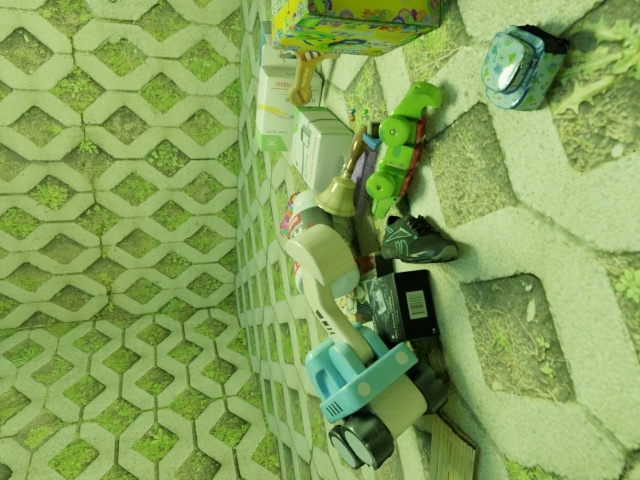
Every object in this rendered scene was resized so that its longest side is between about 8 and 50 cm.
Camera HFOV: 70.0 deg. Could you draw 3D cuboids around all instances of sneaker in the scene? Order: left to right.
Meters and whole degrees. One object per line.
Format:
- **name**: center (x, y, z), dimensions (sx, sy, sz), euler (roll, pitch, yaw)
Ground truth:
- **sneaker**: center (0.203, -0.004, 1.001), dimensions (0.267, 0.101, 0.106), euler (-172, 81, -70)

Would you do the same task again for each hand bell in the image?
- **hand bell**: center (0.082, -0.197, 1.253), dimensions (0.241, 0.126, 0.126), euler (-68, 30, 28)

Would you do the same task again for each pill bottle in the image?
- **pill bottle**: center (0.000, 0.000, 1.321), dimensions (0.176, 0.177, 0.318), euler (105, 161, -44)

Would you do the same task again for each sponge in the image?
- **sponge**: center (0.110, -0.187, 1.334), dimensions (0.117, 0.031, 0.209), euler (-120, 33, -49)

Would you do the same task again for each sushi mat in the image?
- **sushi mat**: center (0.282, 0.547, 1.008), dimensions (0.151, 0.019, 0.316), euler (-145, 53, -65)

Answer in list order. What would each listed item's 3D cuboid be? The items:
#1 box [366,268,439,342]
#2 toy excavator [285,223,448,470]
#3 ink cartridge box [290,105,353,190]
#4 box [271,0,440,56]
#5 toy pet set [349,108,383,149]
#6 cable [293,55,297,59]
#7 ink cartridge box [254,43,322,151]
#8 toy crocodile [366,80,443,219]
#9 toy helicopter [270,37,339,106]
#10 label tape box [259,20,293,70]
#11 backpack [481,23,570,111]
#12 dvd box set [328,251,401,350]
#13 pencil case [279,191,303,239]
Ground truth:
- **box**: center (0.190, 0.159, 1.084), dimensions (0.158, 0.093, 0.155), euler (142, 122, -68)
- **toy excavator**: center (0.056, 0.233, 0.995), dimensions (0.445, 0.223, 0.432), euler (50, 153, 16)
- **ink cartridge box**: center (-0.004, -0.307, 1.509), dimensions (0.272, 0.115, 0.198), euler (-121, 33, -52)
- **box**: center (0.062, -0.532, 1.007), dimensions (0.279, 0.290, 0.176), euler (-158, 65, -68)
- **toy pet set**: center (0.130, -0.274, 1.136), dimensions (0.114, 0.122, 0.065), euler (84, -173, -84)
- **cable**: center (-0.076, -0.635, 1.770), dimensions (0.150, 0.047, 0.184), euler (113, 152, -44)
- **ink cartridge box**: center (-0.117, -0.504, 1.651), dimensions (0.119, 0.207, 0.353), euler (-114, 27, -48)
- **toy crocodile**: center (0.182, -0.192, 1.035), dimensions (0.115, 0.105, 0.340), euler (-52, -22, -49)
- **toy helicopter**: center (-0.057, -0.574, 1.424), dimensions (0.354, 0.235, 0.140), euler (109, 150, -49)
- **label tape box**: center (-0.180, -0.709, 1.917), dimensions (0.240, 0.106, 0.333), euler (106, 154, -59)
- **backpack**: center (0.299, -0.259, 0.698), dimensions (0.105, 0.084, 0.114), euler (-112, 23, -47)
- **dvd box set**: center (0.112, 0.207, 1.364), dimensions (0.420, 0.062, 0.307), euler (157, 109, -70)
- **pencil case**: center (-0.099, -0.095, 1.863), dimensions (0.236, 0.105, 0.104), euler (113, 147, -56)
